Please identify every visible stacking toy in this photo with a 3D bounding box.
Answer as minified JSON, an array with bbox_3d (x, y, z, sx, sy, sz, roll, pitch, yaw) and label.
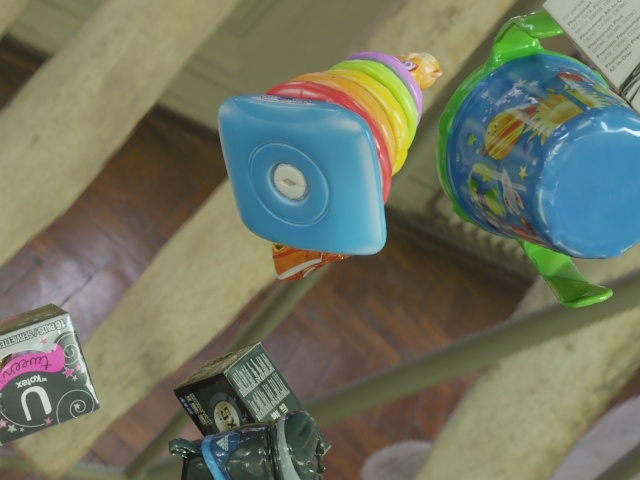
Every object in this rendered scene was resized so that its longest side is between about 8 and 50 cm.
[{"bbox_3d":[0.046,-0.130,1.284,0.175,0.165,0.302,11,36,31],"label":"stacking toy"}]

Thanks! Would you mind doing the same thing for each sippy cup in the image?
[{"bbox_3d":[0.274,-0.086,1.403,0.305,0.240,0.224,40,3,-22],"label":"sippy cup"}]

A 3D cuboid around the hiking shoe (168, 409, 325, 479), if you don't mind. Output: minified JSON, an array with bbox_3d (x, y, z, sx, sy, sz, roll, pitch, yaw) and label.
[{"bbox_3d":[-0.051,0.282,1.180,0.113,0.132,0.304,-88,171,-57],"label":"hiking shoe"}]

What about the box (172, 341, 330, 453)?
[{"bbox_3d":[-0.096,0.246,1.712,0.077,0.147,0.180,-39,100,-38],"label":"box"}]

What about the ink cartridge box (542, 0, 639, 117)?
[{"bbox_3d":[0.279,-0.120,0.923,0.148,0.086,0.203,12,39,-55],"label":"ink cartridge box"}]

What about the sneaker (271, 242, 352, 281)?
[{"bbox_3d":[0.000,0.000,1.579,0.064,0.175,0.067,-5,76,-53],"label":"sneaker"}]

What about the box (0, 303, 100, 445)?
[{"bbox_3d":[-0.436,0.193,1.631,0.163,0.247,0.142,6,-66,71],"label":"box"}]
